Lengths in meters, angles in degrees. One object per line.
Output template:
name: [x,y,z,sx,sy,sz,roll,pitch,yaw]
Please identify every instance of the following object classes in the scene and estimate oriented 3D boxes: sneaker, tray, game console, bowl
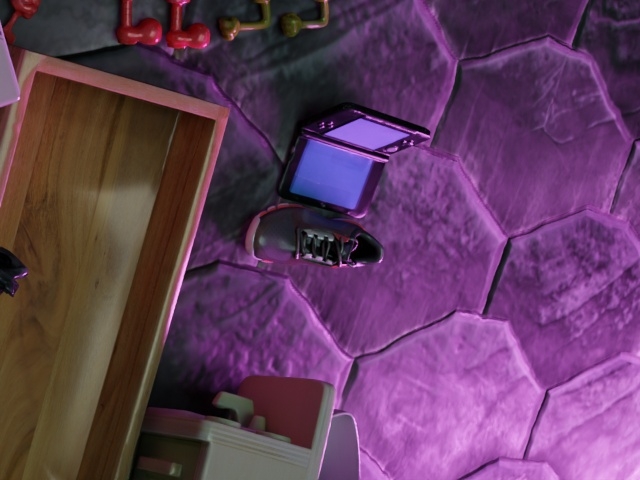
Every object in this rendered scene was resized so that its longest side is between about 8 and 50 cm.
sneaker: [0.000,0.000,1.208,0.158,0.065,0.061,1,104,-39]
tray: [-0.229,0.057,1.037,0.203,0.076,0.411,11,97,-42]
game console: [0.035,-0.077,1.209,0.122,0.107,0.071,13,68,-41]
bowl: [-0.029,0.247,1.276,0.142,0.053,0.142,-19,116,-34]

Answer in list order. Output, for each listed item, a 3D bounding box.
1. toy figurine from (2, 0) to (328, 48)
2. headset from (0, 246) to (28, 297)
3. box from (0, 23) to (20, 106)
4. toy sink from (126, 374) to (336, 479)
toy figurine: [-0.060,-0.237,0.981,0.362,0.217,0.191,-6,109,-36]
headset: [-0.364,0.152,0.848,0.394,0.185,0.243,-58,138,-17]
box: [-0.364,-0.106,0.854,0.275,0.113,0.094,-26,118,-31]
toy sink: [-0.101,0.224,1.110,0.131,0.153,0.234,22,75,-33]
